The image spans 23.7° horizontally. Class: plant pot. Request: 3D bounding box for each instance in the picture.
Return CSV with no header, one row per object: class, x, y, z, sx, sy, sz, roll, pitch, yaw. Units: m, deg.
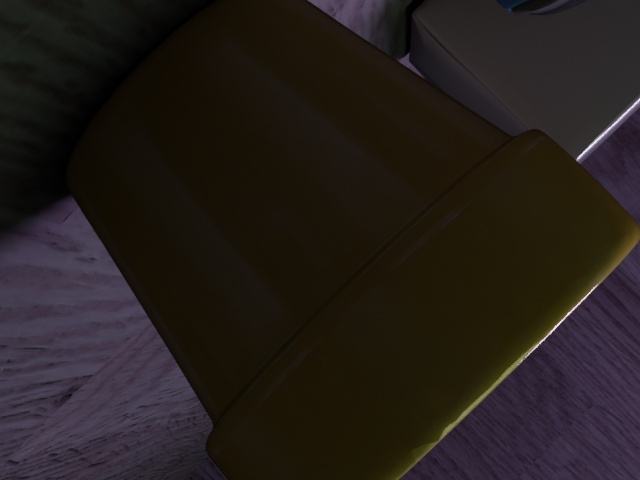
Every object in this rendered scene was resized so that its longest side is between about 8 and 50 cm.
plant pot,0.000,0.000,0.826,0.254,0.239,0.254,-44,173,-6

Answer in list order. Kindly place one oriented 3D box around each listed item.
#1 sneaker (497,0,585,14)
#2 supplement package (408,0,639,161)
sneaker,0.266,-0.266,1.064,0.341,0.125,0.140,-41,143,9
supplement package,0.233,-0.205,1.241,0.293,0.175,0.177,-44,175,-2
